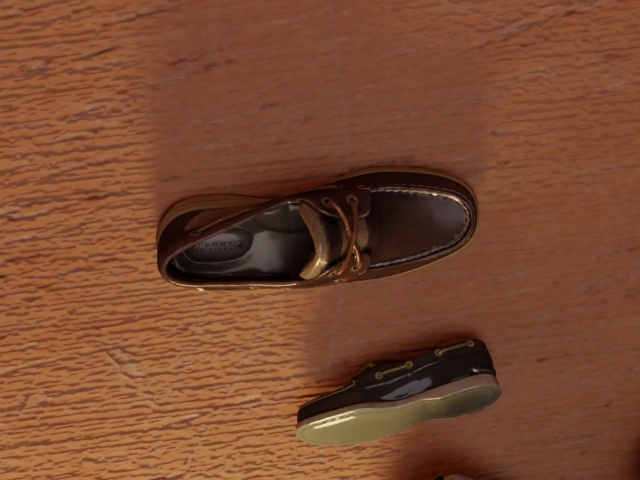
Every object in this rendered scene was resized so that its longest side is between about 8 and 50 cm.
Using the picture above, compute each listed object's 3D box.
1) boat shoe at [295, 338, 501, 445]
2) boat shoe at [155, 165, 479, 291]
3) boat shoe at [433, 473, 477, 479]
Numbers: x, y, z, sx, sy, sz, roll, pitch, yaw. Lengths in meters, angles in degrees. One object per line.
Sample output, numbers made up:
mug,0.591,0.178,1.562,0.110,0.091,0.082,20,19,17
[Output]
boat shoe,0.080,0.167,1.272,0.227,0.069,0.081,-14,146,4
boat shoe,0.000,0.000,1.187,0.341,0.123,0.123,-3,106,-3
boat shoe,0.214,0.382,1.330,0.340,0.127,0.158,30,129,-21
